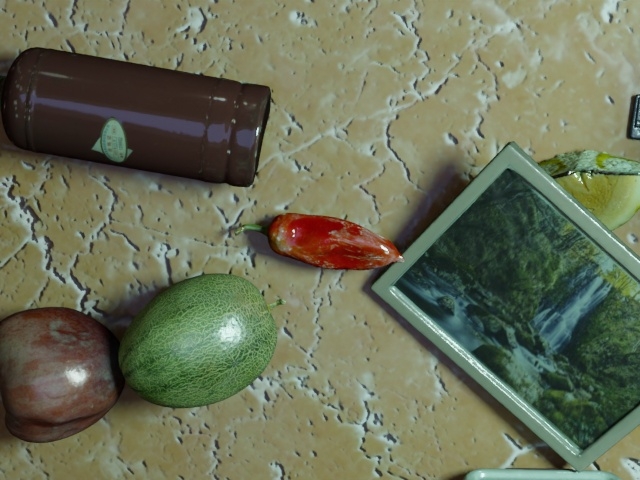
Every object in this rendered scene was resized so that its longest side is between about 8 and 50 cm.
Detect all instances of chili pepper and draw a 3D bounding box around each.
[{"bbox_3d":[0.000,-0.001,1.297,0.191,0.050,0.059,11,110,6],"label":"chili pepper"}]

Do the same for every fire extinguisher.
[{"bbox_3d":[-0.229,-0.129,1.253,0.338,0.114,0.135,11,88,0],"label":"fire extinguisher"}]

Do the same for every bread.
[{"bbox_3d":[0.286,-0.048,1.269,0.157,0.083,0.094,-19,100,19],"label":"bread"}]

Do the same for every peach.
[{"bbox_3d":[-0.286,0.147,1.297,0.152,0.152,0.152,0,98,1],"label":"peach"}]

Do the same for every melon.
[{"bbox_3d":[-0.125,0.107,1.275,0.192,0.139,0.139,-27,97,-8],"label":"melon"}]

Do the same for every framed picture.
[{"bbox_3d":[0.245,0.079,1.274,0.324,0.020,0.240,43,117,-2],"label":"framed picture"}]

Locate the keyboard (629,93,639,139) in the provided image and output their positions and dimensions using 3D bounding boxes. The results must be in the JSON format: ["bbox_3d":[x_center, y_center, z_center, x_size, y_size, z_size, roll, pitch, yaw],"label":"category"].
[{"bbox_3d":[0.420,-0.129,1.291,0.155,0.010,0.053,5,100,1],"label":"keyboard"}]

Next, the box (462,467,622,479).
[{"bbox_3d":[0.245,0.380,1.239,0.194,0.294,0.167,2,109,1],"label":"box"}]
